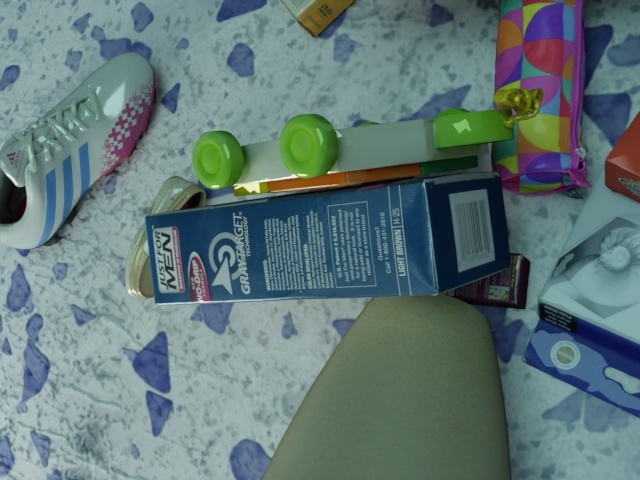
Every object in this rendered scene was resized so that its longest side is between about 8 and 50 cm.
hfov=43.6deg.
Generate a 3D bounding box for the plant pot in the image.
[{"bbox_3d":[0.079,0.195,0.773,0.256,0.256,0.274,4,62,27],"label":"plant pot"}]

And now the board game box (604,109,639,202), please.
[{"bbox_3d":[0.451,-0.131,0.722,0.242,0.064,0.316,33,84,28],"label":"board game box"}]

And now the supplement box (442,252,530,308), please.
[{"bbox_3d":[0.177,0.041,0.855,0.083,0.043,0.055,5,80,28],"label":"supplement box"}]

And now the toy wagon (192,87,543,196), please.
[{"bbox_3d":[0.055,-0.092,0.796,0.344,0.267,0.068,-2,97,41],"label":"toy wagon"}]

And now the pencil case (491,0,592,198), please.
[{"bbox_3d":[0.236,-0.160,0.843,0.104,0.104,0.236,-4,76,25],"label":"pencil case"}]

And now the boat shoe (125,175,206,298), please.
[{"bbox_3d":[-0.199,0.000,1.038,0.059,0.063,0.170,17,85,34],"label":"boat shoe"}]

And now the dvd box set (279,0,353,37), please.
[{"bbox_3d":[0.055,-0.511,1.038,0.420,0.062,0.307,-42,63,12],"label":"dvd box set"}]

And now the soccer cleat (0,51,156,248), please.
[{"bbox_3d":[-0.355,-0.128,1.099,0.116,0.143,0.331,38,96,28],"label":"soccer cleat"}]

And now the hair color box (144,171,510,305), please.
[{"bbox_3d":[0.000,0.000,0.838,0.347,0.174,0.105,-5,93,35],"label":"hair color box"}]

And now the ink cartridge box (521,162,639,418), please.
[{"bbox_3d":[0.334,0.062,0.772,0.223,0.045,0.224,24,89,28],"label":"ink cartridge box"}]
